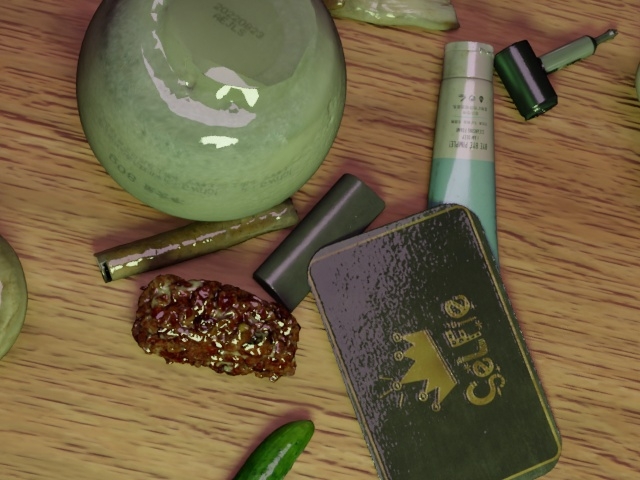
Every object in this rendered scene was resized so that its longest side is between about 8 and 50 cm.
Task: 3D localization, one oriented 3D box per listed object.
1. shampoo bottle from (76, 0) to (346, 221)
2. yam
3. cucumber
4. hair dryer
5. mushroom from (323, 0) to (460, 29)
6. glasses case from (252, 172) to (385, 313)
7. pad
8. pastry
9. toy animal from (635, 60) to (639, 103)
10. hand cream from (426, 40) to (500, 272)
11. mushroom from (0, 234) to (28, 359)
[{"bbox_3d":[-0.128,-0.188,1.536,0.323,0.317,0.322,1,80,-7],"label":"shampoo bottle"},{"bbox_3d":[-0.153,-0.002,1.632,0.264,0.046,0.046,-17,81,-13],"label":"yam"},{"bbox_3d":[-0.090,0.315,1.569,0.056,0.056,0.250,35,72,-1],"label":"cucumber"},{"bbox_3d":[0.334,-0.245,1.767,0.198,0.057,0.100,-27,85,-19],"label":"hair dryer"},{"bbox_3d":[0.096,-0.317,1.740,0.202,0.054,0.059,9,75,-12],"label":"mushroom"},{"bbox_3d":[-0.001,0.001,1.661,0.072,0.042,0.190,44,75,-6],"label":"glasses case"},{"bbox_3d":[0.183,0.140,1.631,0.315,0.063,0.375,-21,89,-14],"label":"pad"},{"bbox_3d":[-0.125,0.105,1.585,0.209,0.115,0.097,13,64,-5],"label":"pastry"},{"bbox_3d":[0.534,-0.160,1.699,0.213,0.212,0.266,-11,87,-12],"label":"toy animal"},{"bbox_3d":[0.192,-0.103,1.713,0.111,0.070,0.312,6,85,-10],"label":"hand cream"},{"bbox_3d":[-0.445,0.064,1.483,0.207,0.215,0.207,0,84,-3],"label":"mushroom"}]
